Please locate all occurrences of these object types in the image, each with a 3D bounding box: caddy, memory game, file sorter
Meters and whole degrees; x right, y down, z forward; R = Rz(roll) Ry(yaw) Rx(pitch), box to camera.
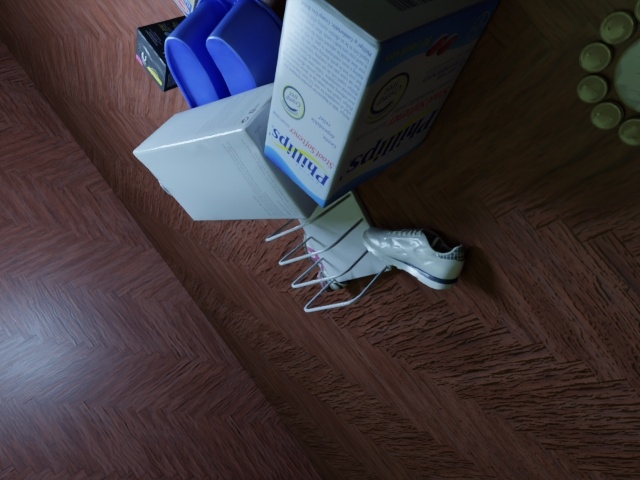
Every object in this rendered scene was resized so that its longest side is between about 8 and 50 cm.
[{"bbox_3d":[-0.161,-0.349,0.967,0.241,0.179,0.341,14,146,28],"label":"caddy"},{"bbox_3d":[0.394,-0.193,0.523,0.186,0.012,0.186,35,143,31],"label":"memory game"},{"bbox_3d":[0.000,0.000,1.050,0.193,0.173,0.277,-18,104,42],"label":"file sorter"}]

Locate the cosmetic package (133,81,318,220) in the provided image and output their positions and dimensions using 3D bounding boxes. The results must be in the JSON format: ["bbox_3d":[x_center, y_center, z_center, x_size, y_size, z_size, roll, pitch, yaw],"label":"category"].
[{"bbox_3d":[-0.176,-0.163,0.926,0.385,0.156,0.217,5,140,41],"label":"cosmetic package"}]

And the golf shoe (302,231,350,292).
[{"bbox_3d":[0.018,0.048,1.225,0.086,0.067,0.186,-19,104,30],"label":"golf shoe"}]

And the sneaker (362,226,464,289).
[{"bbox_3d":[0.190,0.010,0.942,0.235,0.090,0.094,26,124,35],"label":"sneaker"}]

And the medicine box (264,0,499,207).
[{"bbox_3d":[0.075,-0.234,0.673,0.149,0.264,0.289,45,148,17],"label":"medicine box"}]

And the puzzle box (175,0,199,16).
[{"bbox_3d":[-0.364,-0.739,0.996,0.408,0.052,0.272,53,149,4],"label":"puzzle box"}]

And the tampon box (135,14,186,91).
[{"bbox_3d":[-0.356,-0.470,1.134,0.120,0.161,0.101,53,149,5],"label":"tampon box"}]
